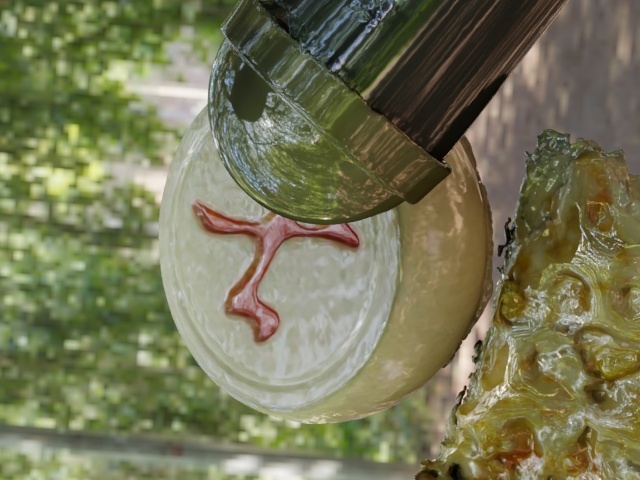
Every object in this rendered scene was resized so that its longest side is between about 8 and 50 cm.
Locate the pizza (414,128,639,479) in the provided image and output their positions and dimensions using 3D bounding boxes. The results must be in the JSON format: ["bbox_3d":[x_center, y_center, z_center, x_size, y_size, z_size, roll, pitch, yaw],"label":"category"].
[{"bbox_3d":[0.315,0.155,1.704,0.080,0.391,0.435,-46,-26,-66],"label":"pizza"}]

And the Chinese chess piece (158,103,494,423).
[{"bbox_3d":[0.000,0.000,1.694,0.338,0.140,0.338,0,90,42],"label":"Chinese chess piece"}]

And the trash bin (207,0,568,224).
[{"bbox_3d":[0.053,-0.161,1.426,0.334,0.214,0.214,-51,9,6],"label":"trash bin"}]
